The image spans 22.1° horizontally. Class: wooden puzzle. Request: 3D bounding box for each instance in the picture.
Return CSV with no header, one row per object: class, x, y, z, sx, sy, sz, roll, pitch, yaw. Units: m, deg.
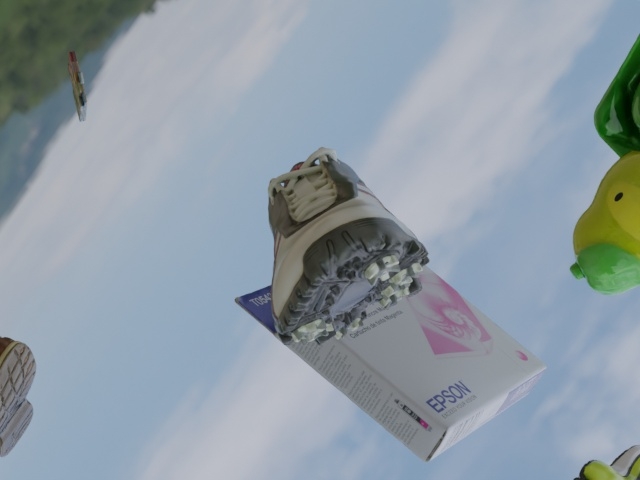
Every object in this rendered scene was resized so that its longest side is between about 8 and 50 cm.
wooden puzzle,-0.215,-0.136,1.445,0.006,0.049,0.083,-12,167,-13

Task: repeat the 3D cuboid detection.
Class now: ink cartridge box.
ink cartridge box,0.101,0.122,2.157,0.324,0.330,0.071,-22,148,-58

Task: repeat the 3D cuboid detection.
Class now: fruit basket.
fruit basket,0.480,-0.084,2.056,0.283,0.392,0.392,113,1,-49

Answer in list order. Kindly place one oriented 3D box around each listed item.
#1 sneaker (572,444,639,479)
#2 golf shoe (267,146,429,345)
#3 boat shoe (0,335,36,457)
sneaker,0.339,0.296,1.723,0.300,0.121,0.111,-1,120,-63
golf shoe,0.000,0.000,1.068,0.105,0.120,0.273,-28,175,-1
boat shoe,-0.289,0.132,1.428,0.064,0.060,0.178,-56,172,-30
